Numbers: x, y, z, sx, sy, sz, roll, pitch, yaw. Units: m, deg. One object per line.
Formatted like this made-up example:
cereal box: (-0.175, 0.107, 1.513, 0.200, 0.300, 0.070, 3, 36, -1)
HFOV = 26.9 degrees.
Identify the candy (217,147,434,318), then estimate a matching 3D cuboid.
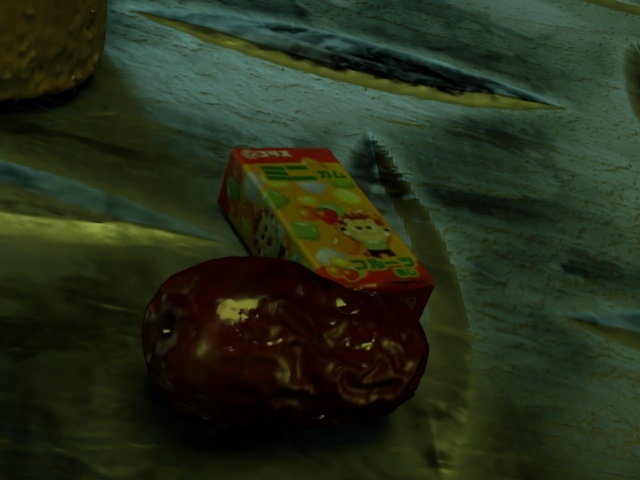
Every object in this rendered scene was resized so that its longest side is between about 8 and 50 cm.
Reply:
candy: (0.000, 0.000, 0.679, 0.062, 0.038, 0.122, -4, 39, -32)

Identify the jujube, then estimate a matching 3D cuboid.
jujube: (-0.013, 0.044, 0.576, 0.129, 0.077, 0.077, 5, 35, -30)

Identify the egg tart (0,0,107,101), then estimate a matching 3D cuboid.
egg tart: (-0.206, -0.183, 0.741, 0.203, 0.147, 0.202, 13, 31, -8)
